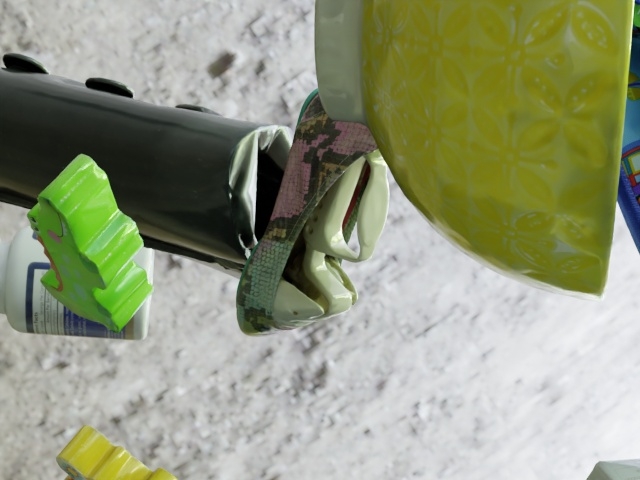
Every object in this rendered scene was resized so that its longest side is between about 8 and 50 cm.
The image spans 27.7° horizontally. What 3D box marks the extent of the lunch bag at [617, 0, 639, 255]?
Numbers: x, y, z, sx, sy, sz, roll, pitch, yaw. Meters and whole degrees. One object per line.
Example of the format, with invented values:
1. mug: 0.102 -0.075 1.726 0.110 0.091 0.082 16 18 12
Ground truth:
1. lunch bag: 0.252 -0.054 0.676 0.221 0.293 0.138 6 128 -24

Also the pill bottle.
1. pill bottle: -0.267 0.042 1.327 0.187 0.112 0.112 5 145 -5

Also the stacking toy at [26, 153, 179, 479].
1. stacking toy: -0.113 0.093 0.377 0.167 0.052 0.221 -51 159 -29

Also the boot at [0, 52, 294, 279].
1. boot: -0.247 -0.087 0.952 0.146 0.445 0.367 -70 160 0

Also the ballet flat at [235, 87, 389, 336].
1. ballet flat: 0.000 0.000 0.870 0.077 0.079 0.221 -18 140 -43

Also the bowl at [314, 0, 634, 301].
1. bowl: 0.084 -0.118 0.687 0.156 0.289 0.289 4 156 12

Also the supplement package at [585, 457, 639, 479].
1. supplement package: 0.206 0.225 0.569 0.134 0.244 0.139 4 123 -39
